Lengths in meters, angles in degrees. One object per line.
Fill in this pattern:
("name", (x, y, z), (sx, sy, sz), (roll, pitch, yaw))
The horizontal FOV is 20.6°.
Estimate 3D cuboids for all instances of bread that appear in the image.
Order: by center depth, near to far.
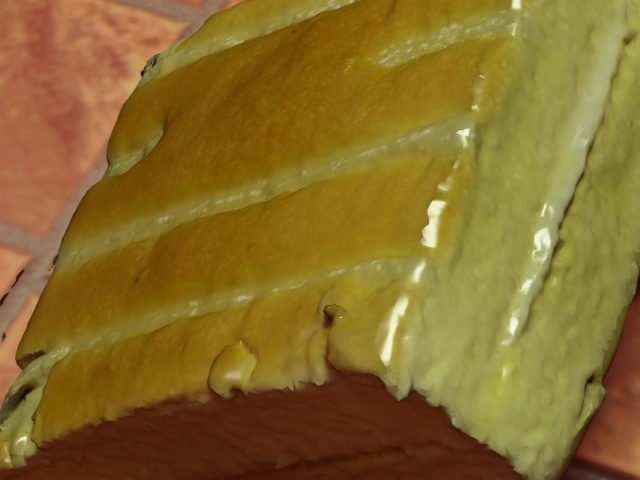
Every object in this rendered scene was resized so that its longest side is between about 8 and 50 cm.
("bread", (0.000, 0.000, 0.680), (0.246, 0.111, 0.239), (-13, 41, 42))
